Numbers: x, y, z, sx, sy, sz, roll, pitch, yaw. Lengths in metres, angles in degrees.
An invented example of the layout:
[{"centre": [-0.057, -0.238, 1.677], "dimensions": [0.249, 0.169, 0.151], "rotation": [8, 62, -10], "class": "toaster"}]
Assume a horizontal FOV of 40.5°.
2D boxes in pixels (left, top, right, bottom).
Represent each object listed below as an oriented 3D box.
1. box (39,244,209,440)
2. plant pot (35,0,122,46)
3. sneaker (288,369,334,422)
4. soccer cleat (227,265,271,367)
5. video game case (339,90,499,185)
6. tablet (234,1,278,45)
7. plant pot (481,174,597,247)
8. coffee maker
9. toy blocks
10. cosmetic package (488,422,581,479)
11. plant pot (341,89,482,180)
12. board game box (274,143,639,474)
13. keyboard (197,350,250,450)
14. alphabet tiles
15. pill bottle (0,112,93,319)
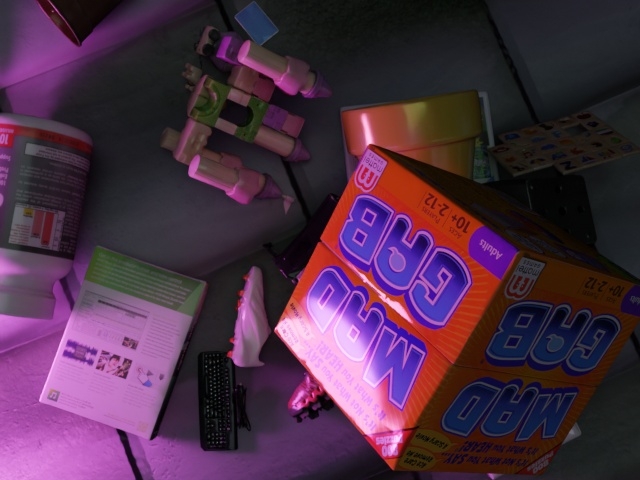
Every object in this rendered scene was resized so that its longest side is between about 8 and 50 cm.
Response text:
[{"centre": [-0.378, 0.197, 1.687], "dimensions": [0.232, 0.058, 0.322], "rotation": [19, 86, 2], "class": "box"}, {"centre": [-0.470, -0.500, 1.714], "dimensions": [0.165, 0.167, 0.167], "rotation": [-43, 85, -11], "class": "plant pot"}, {"centre": [0.023, 0.221, 1.662], "dimensions": [0.135, 0.097, 0.276], "rotation": [44, 96, 20], "class": "sneaker"}, {"centre": [-0.129, 0.149, 1.688], "dimensions": [0.076, 0.068, 0.196], "rotation": [11, 85, -13], "class": "soccer cleat"}, {"centre": [0.203, -0.119, 1.724], "dimensions": [0.299, 0.036, 0.329], "rotation": [-6, 83, 0], "class": "video game case"}, {"centre": [-0.131, -0.443, 1.774], "dimensions": [0.054, 0.006, 0.083], "rotation": [-39, 84, -3], "class": "tablet"}, {"centre": [0.404, -0.034, 1.616], "dimensions": [0.187, 0.167, 0.188], "rotation": [-5, 81, -19], "class": "plant pot"}, {"centre": [0.000, 0.000, 1.654], "dimensions": [0.171, 0.120, 0.178], "rotation": [40, 99, 6], "class": "coffee maker"}, {"centre": [-0.122, -0.228, 1.674], "dimensions": [0.260, 0.309, 0.289], "rotation": [21, 97, -30], "class": "toy blocks"}, {"centre": [0.354, 0.328, 1.617], "dimensions": [0.183, 0.151, 0.152], "rotation": [-26, 84, -3], "class": "cosmetic package"}, {"centre": [0.178, -0.140, 1.597], "dimensions": [0.253, 0.254, 0.239], "rotation": [-8, 99, 0], "class": "plant pot"}, {"centre": [0.216, 0.114, 1.373], "dimensions": [0.356, 0.356, 0.356], "rotation": [15, 109, -40], "class": "board game box"}, {"centre": [-0.189, 0.310, 1.682], "dimensions": [0.100, 0.038, 0.192], "rotation": [-4, 85, 0], "class": "keyboard"}, {"centre": [0.452, -0.180, 1.654], "dimensions": [0.237, 0.198, 0.009], "rotation": [-16, 123, -7], "class": "alphabet tiles"}, {"centre": [-0.561, -0.041, 1.634], "dimensions": [0.210, 0.210, 0.363], "rotation": [8, 84, 1], "class": "pill bottle"}]
